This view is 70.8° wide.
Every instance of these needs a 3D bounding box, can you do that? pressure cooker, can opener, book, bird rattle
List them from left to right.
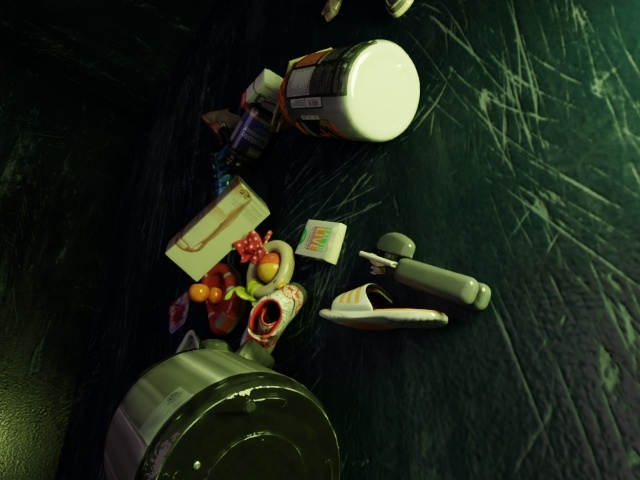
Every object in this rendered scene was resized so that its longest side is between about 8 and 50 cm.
[{"bbox_3d":[-0.209,0.395,0.868,0.420,0.369,0.376,-4,91,55],"label":"pressure cooker"},{"bbox_3d":[-0.145,0.079,1.221,0.207,0.143,0.254,-15,47,36],"label":"bird rattle"},{"bbox_3d":[0.000,0.000,1.105,0.144,0.035,0.096,8,76,56],"label":"book"},{"bbox_3d":[0.173,0.047,0.802,0.280,0.074,0.093,25,93,55],"label":"can opener"}]

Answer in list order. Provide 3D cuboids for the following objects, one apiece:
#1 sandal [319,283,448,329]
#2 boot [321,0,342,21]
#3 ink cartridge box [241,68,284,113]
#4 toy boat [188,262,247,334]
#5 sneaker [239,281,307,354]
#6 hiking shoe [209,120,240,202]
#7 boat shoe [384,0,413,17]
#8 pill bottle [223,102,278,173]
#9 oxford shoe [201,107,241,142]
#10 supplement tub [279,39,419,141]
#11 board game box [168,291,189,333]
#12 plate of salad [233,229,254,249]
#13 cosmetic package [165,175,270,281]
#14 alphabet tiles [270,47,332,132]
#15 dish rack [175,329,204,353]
[{"bbox_3d":[0.115,0.120,0.832,0.265,0.102,0.076,-9,64,42],"label":"sandal"},{"bbox_3d":[0.033,-0.761,1.445,0.087,0.042,0.118,-45,40,34],"label":"boot"},{"bbox_3d":[-0.186,-0.496,1.543,0.150,0.109,0.063,-29,50,43],"label":"ink cartridge box"},{"bbox_3d":[-0.320,0.163,1.346,0.151,0.151,0.231,-53,38,22],"label":"toy boat"},{"bbox_3d":[-0.145,0.219,1.072,0.090,0.145,0.270,40,108,11],"label":"sneaker"},{"bbox_3d":[-0.356,-0.264,1.633,0.113,0.132,0.304,6,77,55],"label":"hiking shoe"},{"bbox_3d":[0.181,-0.694,1.161,0.103,0.092,0.285,-27,52,44],"label":"boat shoe"},{"bbox_3d":[-0.238,-0.340,1.522,0.219,0.122,0.123,-56,37,19],"label":"pill bottle"},{"bbox_3d":[-0.389,-0.478,1.841,0.130,0.123,0.348,-39,35,-4],"label":"oxford shoe"},{"bbox_3d":[0.048,-0.341,1.058,0.338,0.207,0.207,24,93,56],"label":"supplement tub"},{"bbox_3d":[-0.551,0.270,1.709,0.168,0.033,0.133,-37,46,37],"label":"board game box"},{"bbox_3d":[-0.280,-0.062,1.486,0.199,0.048,0.200,-11,69,30],"label":"plate of salad"},{"bbox_3d":[-0.303,-0.040,1.341,0.296,0.129,0.153,-44,21,1],"label":"cosmetic package"},{"bbox_3d":[-0.060,-0.422,1.287,0.009,0.198,0.237,38,135,11],"label":"alphabet tiles"},{"bbox_3d":[-0.417,0.477,1.385,0.333,0.072,0.285,-58,35,16],"label":"dish rack"}]
